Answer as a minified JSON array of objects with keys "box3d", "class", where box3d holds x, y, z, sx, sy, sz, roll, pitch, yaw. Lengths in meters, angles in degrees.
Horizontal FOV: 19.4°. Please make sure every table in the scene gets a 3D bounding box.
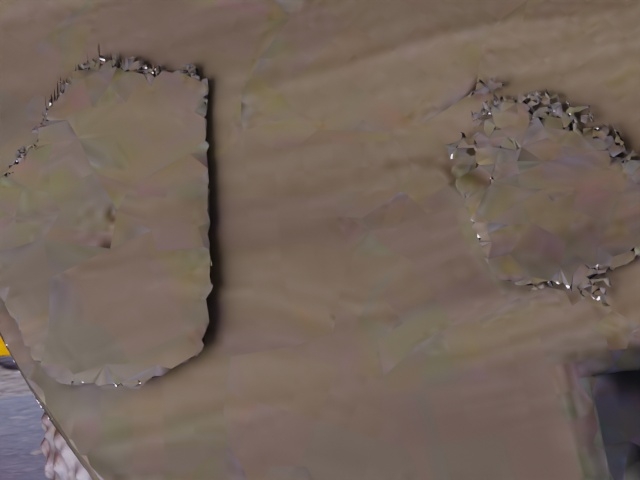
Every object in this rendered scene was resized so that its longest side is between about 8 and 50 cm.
[{"box3d":[0.065,-0.080,0.249,0.317,0.317,0.249,-8,149,-3],"class":"table"}]

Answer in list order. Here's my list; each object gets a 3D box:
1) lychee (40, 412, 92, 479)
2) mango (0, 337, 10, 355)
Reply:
[{"box3d":[-0.058,0.099,0.925,0.165,0.165,0.197,-3,151,-20],"class":"lychee"},{"box3d":[-0.052,-0.049,0.478,0.252,0.126,0.154,-14,128,21],"class":"mango"}]
